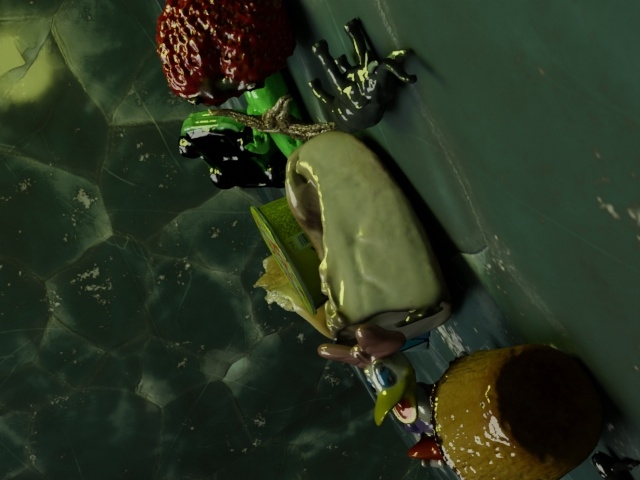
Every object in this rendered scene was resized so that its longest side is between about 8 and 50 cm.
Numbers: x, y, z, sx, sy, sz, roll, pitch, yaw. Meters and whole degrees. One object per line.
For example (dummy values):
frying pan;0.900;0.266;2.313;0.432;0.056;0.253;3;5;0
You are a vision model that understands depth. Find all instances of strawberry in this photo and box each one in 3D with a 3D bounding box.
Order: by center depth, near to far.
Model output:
strawberry;-0.180;-0.389;1.090;0.261;0.261;0.258;48;162;55

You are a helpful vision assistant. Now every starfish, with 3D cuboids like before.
starfish;-0.055;-0.224;1.170;0.231;0.295;0.048;1;80;50

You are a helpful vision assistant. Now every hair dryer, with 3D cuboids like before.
hair dryer;0.410;0.314;0.801;0.079;0.031;0.083;46;160;17

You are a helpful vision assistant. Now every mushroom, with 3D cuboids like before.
mushroom;0.090;-0.004;1.126;0.313;0.224;0.397;31;-144;-67

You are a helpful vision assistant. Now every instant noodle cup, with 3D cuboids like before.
instant noodle cup;0.000;0.000;1.451;0.311;0.221;0.311;59;172;14

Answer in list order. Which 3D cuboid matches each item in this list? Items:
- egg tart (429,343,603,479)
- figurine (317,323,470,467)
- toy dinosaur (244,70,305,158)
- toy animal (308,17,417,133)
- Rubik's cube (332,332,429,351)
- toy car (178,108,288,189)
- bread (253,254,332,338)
egg tart;0.267;0.231;0.809;0.215;0.215;0.171;57;157;20
figurine;0.202;0.256;0.960;0.154;0.421;0.193;-38;39;49
toy dinosaur;-0.124;-0.341;1.451;0.500;0.144;0.374;57;-164;-77
toy animal;0.053;-0.232;0.841;0.137;0.082;0.269;57;168;-1
Rubik's cube;0.124;0.149;1.478;0.284;0.250;0.234;65;-169;-61
toy car;-0.200;-0.240;1.568;0.359;0.213;0.176;46;-130;-56
bread;-0.011;0.114;1.749;0.329;0.245;0.424;21;-169;-23
